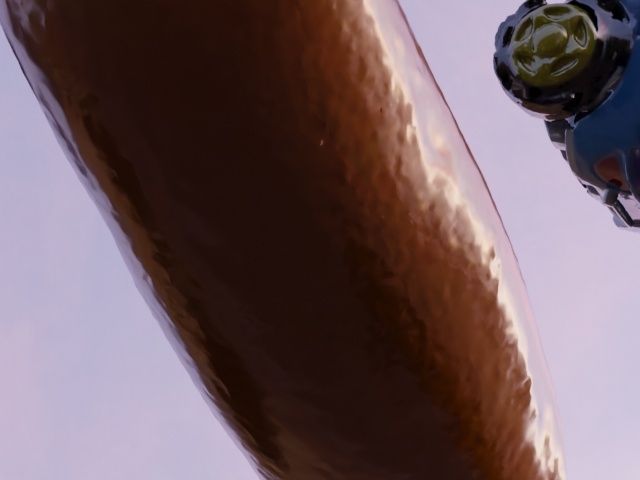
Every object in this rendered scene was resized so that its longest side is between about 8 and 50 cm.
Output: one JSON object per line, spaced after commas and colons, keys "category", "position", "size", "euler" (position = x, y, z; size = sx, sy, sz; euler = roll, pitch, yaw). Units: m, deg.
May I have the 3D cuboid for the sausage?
{"category": "sausage", "position": [0.000, 0.000, 0.429], "size": [0.098, 0.098, 0.238], "euler": [-23, -60, 5]}

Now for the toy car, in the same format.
{"category": "toy car", "position": [0.233, -0.155, 1.002], "size": [0.198, 0.166, 0.314], "euler": [41, -116, -58]}
